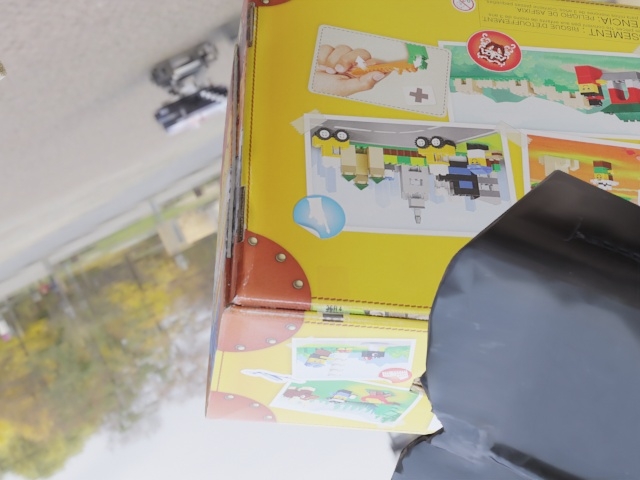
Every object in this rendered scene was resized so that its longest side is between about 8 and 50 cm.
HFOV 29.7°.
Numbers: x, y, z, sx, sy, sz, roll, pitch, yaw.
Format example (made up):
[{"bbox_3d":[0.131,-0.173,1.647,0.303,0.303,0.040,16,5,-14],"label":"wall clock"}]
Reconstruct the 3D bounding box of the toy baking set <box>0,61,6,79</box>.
[{"bbox_3d":[-0.377,-0.234,1.170,0.030,0.197,0.256,-33,-168,11],"label":"toy baking set"}]

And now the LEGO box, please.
[{"bbox_3d":[0.163,-0.027,1.075,0.500,0.372,0.193,5,145,-6],"label":"LEGO box"}]

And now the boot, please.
[{"bbox_3d":[0.225,0.216,0.520,0.445,0.367,0.146,23,-158,17],"label":"boot"}]
